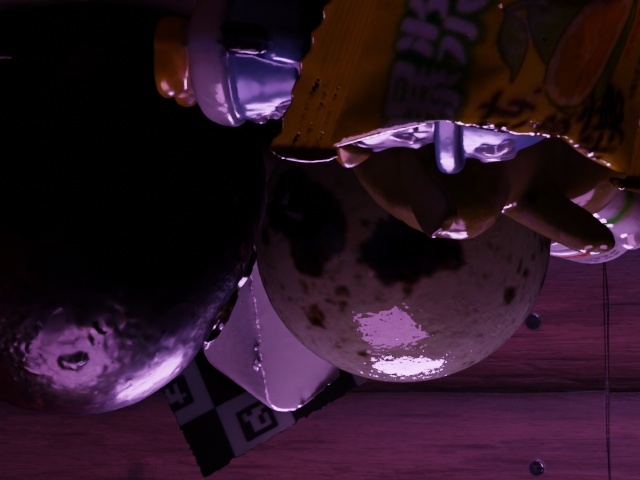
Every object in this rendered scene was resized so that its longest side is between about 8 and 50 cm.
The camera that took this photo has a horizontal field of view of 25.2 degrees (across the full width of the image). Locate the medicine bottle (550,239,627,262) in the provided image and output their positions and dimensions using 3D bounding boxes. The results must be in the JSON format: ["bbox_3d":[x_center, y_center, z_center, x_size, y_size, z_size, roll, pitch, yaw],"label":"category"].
[{"bbox_3d":[0.308,-0.047,1.756,0.144,0.144,0.252,-2,174,21],"label":"medicine bottle"}]

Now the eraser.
[{"bbox_3d":[0.000,0.000,1.691,0.331,0.331,0.150,4,-160,-43],"label":"eraser"}]

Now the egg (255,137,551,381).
[{"bbox_3d":[0.091,-0.003,1.446,0.288,0.287,0.379,-3,-175,27],"label":"egg"}]

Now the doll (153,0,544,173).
[{"bbox_3d":[0.049,-0.116,0.972,0.314,0.141,0.177,2,178,11],"label":"doll"}]

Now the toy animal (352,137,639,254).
[{"bbox_3d":[0.195,-0.083,1.204,0.363,0.181,0.180,4,-178,-32],"label":"toy animal"}]

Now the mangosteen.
[{"bbox_3d":[-0.203,-0.020,1.157,0.330,0.330,0.330,0,175,0],"label":"mangosteen"}]

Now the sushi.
[{"bbox_3d":[-0.029,0.111,1.834,0.373,0.296,0.100,-31,145,1],"label":"sushi"}]

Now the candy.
[{"bbox_3d":[0.120,-0.119,0.831,0.297,0.187,0.081,4,-158,-36],"label":"candy"}]
